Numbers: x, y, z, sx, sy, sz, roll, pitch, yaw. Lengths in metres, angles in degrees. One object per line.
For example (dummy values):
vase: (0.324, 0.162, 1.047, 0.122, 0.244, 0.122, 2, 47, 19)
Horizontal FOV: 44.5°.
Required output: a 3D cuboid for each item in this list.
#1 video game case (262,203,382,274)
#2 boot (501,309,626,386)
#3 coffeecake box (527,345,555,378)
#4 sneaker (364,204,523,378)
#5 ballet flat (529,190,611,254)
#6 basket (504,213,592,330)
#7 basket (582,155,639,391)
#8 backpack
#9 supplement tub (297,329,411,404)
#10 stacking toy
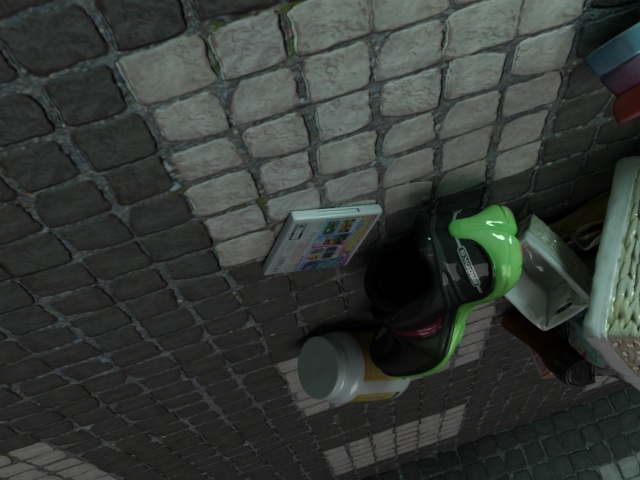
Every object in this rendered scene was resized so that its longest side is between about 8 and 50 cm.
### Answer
video game case: (0.000, 0.000, 1.168, 0.143, 0.019, 0.157, -6, 150, -26)
boot: (0.576, 0.223, 1.721, 0.264, 0.280, 0.096, -11, 110, -10)
coffeecake box: (0.586, 0.226, 1.863, 0.068, 0.142, 0.185, 6, 145, -41)
sneaker: (0.159, 0.083, 1.311, 0.202, 0.185, 0.482, 7, 145, -11)
ballet flat: (0.435, -0.006, 1.387, 0.232, 0.073, 0.080, -31, 154, 23)
basket: (0.374, 0.051, 1.342, 0.113, 0.167, 0.103, -41, -169, 37)
basket: (0.615, 0.068, 1.213, 0.266, 0.331, 0.328, -4, 149, 43)
backpack: (0.590, 0.133, 1.559, 0.225, 0.253, 0.191, -19, 118, 1)
supplement tub: (0.069, 0.250, 1.558, 0.200, 0.144, 0.144, 6, 144, -41)
stacking toy: (0.462, -0.274, 0.908, 0.309, 0.130, 0.279, -31, 178, 29)
